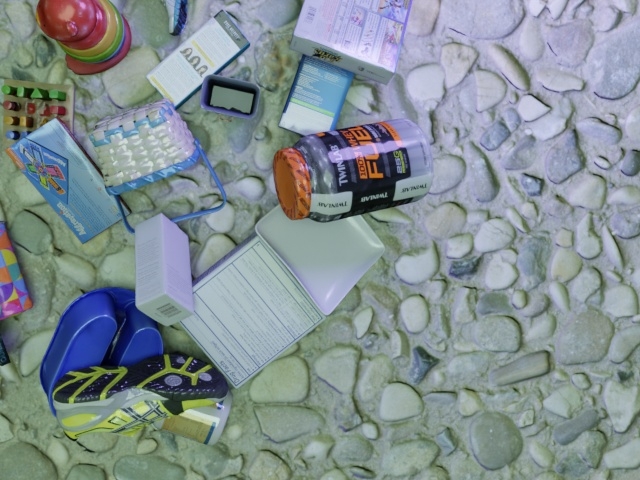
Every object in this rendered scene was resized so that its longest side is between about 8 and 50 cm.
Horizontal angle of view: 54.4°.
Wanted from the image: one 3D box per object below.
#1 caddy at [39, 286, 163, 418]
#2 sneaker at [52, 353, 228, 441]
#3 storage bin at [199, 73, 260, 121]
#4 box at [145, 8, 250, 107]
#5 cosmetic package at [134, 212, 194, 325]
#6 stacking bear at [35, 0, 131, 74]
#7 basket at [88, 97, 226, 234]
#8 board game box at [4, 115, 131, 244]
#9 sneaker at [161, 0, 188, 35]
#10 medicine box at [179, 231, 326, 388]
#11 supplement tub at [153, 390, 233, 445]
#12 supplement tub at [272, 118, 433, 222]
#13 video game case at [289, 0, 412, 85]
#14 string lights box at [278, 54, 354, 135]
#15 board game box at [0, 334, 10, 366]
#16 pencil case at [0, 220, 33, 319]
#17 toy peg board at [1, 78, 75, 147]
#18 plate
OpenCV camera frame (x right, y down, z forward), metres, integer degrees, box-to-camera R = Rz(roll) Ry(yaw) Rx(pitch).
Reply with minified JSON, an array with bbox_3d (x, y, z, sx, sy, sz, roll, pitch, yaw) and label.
[{"bbox_3d":[-0.532,0.283,1.519,0.241,0.179,0.341,23,95,-30],"label":"caddy"},{"bbox_3d":[-0.407,0.365,1.440,0.384,0.145,0.147,0,115,-17],"label":"sneaker"},{"bbox_3d":[-0.216,-0.336,1.500,0.135,0.091,0.098,11,97,-6],"label":"storage bin"},{"bbox_3d":[-0.292,-0.431,1.495,0.244,0.060,0.100,-40,99,1],"label":"box"},{"bbox_3d":[-0.363,0.065,1.439,0.085,0.231,0.117,-24,142,12],"label":"cosmetic package"},{"bbox_3d":[-0.520,-0.470,1.353,0.164,0.289,0.175,-6,98,-4],"label":"stacking bear"},{"bbox_3d":[-0.380,-0.168,1.457,0.254,0.201,0.289,-17,112,2],"label":"basket"},{"bbox_3d":[-0.598,-0.140,1.493,0.145,0.027,0.281,-33,113,-1],"label":"board game box"},{"bbox_3d":[-0.357,-0.579,1.472,0.082,0.071,0.191,2,89,1],"label":"sneaker"},{"bbox_3d":[-0.179,0.164,1.543,0.289,0.149,0.263,-38,99,1],"label":"medicine box"},{"bbox_3d":[-0.334,0.418,1.567,0.199,0.144,0.144,21,96,-7],"label":"supplement tub"},{"bbox_3d":[0.073,-0.160,1.454,0.338,0.207,0.207,-14,99,-20],"label":"supplement tub"},{"bbox_3d":[0.079,-0.521,1.457,0.244,0.061,0.270,18,67,-7],"label":"video game case"},{"bbox_3d":[0.001,-0.379,1.520,0.133,0.077,0.260,20,96,-7],"label":"string lights box"},{"bbox_3d":[-0.809,0.210,1.511,0.026,0.126,0.186,-22,101,-39],"label":"board game box"},{"bbox_3d":[-0.778,0.071,1.506,0.104,0.104,0.236,-16,97,-3],"label":"pencil case"},{"bbox_3d":[-0.676,-0.294,1.471,0.161,0.079,0.161,5,97,-5],"label":"toy peg board"},{"bbox_3d":[0.000,0.000,1.534,0.278,0.045,0.277,51,55,-9],"label":"plate"}]
